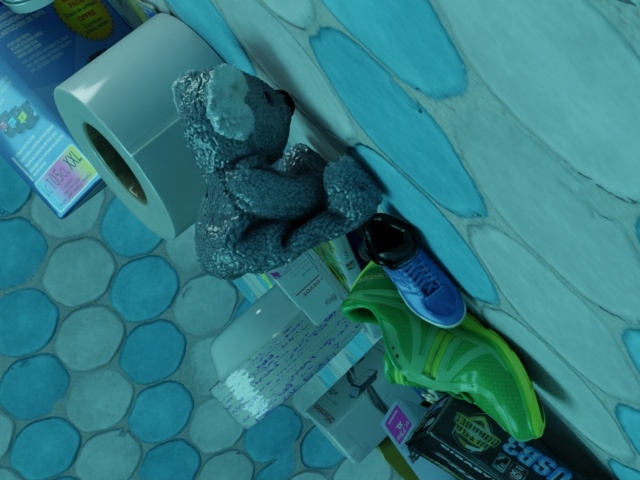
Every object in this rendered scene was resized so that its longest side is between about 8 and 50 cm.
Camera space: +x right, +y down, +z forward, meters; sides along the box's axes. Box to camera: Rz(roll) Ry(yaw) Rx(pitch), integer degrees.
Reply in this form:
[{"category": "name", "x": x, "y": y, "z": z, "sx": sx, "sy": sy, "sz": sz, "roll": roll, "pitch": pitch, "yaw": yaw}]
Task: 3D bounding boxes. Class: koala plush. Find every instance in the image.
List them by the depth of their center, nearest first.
[{"category": "koala plush", "x": -0.081, "y": -0.091, "z": 1.422, "sx": 0.221, "sy": 0.203, "sz": 0.196, "roll": 63, "pitch": 167, "yaw": -17}]

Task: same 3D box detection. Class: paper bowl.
[{"category": "paper bowl", "x": -0.065, "y": 0.162, "z": 2.136, "sx": 0.148, "sy": 0.284, "sz": 0.284, "roll": 48, "pitch": 172, "yaw": 2}]

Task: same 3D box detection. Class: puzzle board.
[{"category": "puzzle board", "x": -0.220, "y": -0.289, "z": 1.771, "sx": 0.096, "sy": 0.011, "sz": 0.128, "roll": 54, "pitch": 169, "yaw": -32}]

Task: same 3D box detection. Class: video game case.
[{"category": "video game case", "x": 0.000, "y": 0.000, "z": 1.756, "sx": 0.227, "sy": 0.026, "sz": 0.206, "roll": 50, "pitch": 169, "yaw": 47}]

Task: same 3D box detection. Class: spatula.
[{"category": "spatula", "x": 0.061, "y": 0.016, "z": 1.665, "sx": 0.084, "sy": 0.030, "sz": 0.296, "roll": 51, "pitch": 172, "yaw": 3}]

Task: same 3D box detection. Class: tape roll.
[{"category": "tape roll", "x": -0.201, "y": -0.145, "z": 1.688, "sx": 0.246, "sy": 0.169, "sz": 0.246, "roll": 45, "pitch": 162, "yaw": 18}]

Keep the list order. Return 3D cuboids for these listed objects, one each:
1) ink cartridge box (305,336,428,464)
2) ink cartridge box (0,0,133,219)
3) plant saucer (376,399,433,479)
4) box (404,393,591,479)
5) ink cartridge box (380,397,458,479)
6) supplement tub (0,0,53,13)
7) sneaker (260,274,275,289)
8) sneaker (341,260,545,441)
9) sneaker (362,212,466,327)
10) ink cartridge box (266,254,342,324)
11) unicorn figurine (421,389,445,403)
[{"category": "ink cartridge box", "x": 0.083, "y": 0.253, "z": 2.109, "sx": 0.082, "sy": 0.190, "sz": 0.139, "roll": 50, "pitch": 171, "yaw": -16}, {"category": "ink cartridge box", "x": -0.412, "y": -0.262, "z": 1.950, "sx": 0.395, "sy": 0.270, "sz": 0.151, "roll": 47, "pitch": 128, "yaw": -3}, {"category": "plant saucer", "x": 0.216, "y": 0.386, "z": 2.237, "sx": 0.333, "sy": 0.081, "sz": 0.333, "roll": 48, "pitch": -173, "yaw": -11}, {"category": "box", "x": 0.256, "y": 0.304, "z": 1.654, "sx": 0.295, "sy": 0.073, "sz": 0.293, "roll": 33, "pitch": 171, "yaw": 4}, {"category": "ink cartridge box", "x": 0.229, "y": 0.355, "z": 1.904, "sx": 0.185, "sy": 0.065, "sz": 0.311, "roll": 21, "pitch": -165, "yaw": -33}, {"category": "supplement tub", "x": -0.431, "y": -0.421, "z": 1.776, "sx": 0.144, "sy": 0.144, "sz": 0.200, "roll": 40, "pitch": 169, "yaw": 45}, {"category": "sneaker", "x": -0.053, "y": 0.075, "z": 2.349, "sx": 0.240, "sy": 0.091, "sz": 0.126, "roll": 43, "pitch": 170, "yaw": 37}, {"category": "sneaker", "x": 0.139, "y": 0.137, "z": 1.494, "sx": 0.295, "sy": 0.123, "sz": 0.109, "roll": 42, "pitch": 170, "yaw": 32}, {"category": "sneaker", "x": 0.099, "y": 0.032, "z": 1.432, "sx": 0.152, "sy": 0.058, "sz": 0.084, "roll": 53, "pitch": -178, "yaw": 14}, {"category": "ink cartridge box", "x": -0.033, "y": 0.024, "z": 1.939, "sx": 0.181, "sy": 0.104, "sz": 0.061, "roll": 51, "pitch": 172, "yaw": -17}, {"category": "unicorn figurine", "x": 0.198, "y": 0.203, "z": 1.733, "sx": 0.111, "sy": 0.060, "sz": 0.162, "roll": 39, "pitch": 166, "yaw": -4}]
